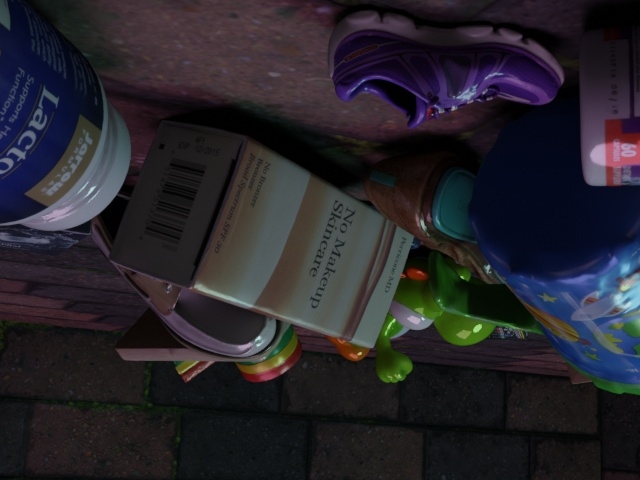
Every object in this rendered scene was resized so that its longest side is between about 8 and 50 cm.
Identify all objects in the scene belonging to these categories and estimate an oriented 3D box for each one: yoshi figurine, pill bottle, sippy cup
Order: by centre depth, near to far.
[{"bbox_3d":[0.270,-0.091,0.550,0.194,0.108,0.108,-1,167,20],"label":"pill bottle"},{"bbox_3d":[-0.237,-0.096,0.571,0.153,0.153,0.264,1,168,11],"label":"pill bottle"},{"bbox_3d":[0.250,-0.006,0.730,0.224,0.305,0.240,30,-166,-43],"label":"sippy cup"},{"bbox_3d":[0.163,0.124,1.422,0.203,0.203,0.362,-8,171,-27],"label":"yoshi figurine"}]

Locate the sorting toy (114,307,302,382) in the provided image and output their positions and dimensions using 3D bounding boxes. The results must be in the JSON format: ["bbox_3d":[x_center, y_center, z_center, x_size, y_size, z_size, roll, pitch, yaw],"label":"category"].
[{"bbox_3d":[-0.108,0.098,1.189,0.257,0.255,0.089,-5,123,35],"label":"sorting toy"}]

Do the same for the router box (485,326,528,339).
[{"bbox_3d":[0.349,0.146,1.660,0.092,0.038,0.122,-2,139,27],"label":"router box"}]

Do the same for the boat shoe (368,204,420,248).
[{"bbox_3d":[0.000,0.000,1.083,0.259,0.089,0.109,5,168,-4],"label":"boat shoe"}]

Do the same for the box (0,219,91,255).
[{"bbox_3d":[-0.352,-0.048,0.961,0.156,0.093,0.158,10,165,-29],"label":"box"}]

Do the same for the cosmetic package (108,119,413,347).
[{"bbox_3d":[-0.047,0.003,0.877,0.129,0.153,0.296,16,175,39],"label":"cosmetic package"}]

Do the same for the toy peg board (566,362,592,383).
[{"bbox_3d":[0.547,0.198,1.708,0.079,0.160,0.161,-11,169,-5],"label":"toy peg board"}]

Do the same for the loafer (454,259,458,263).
[{"bbox_3d":[0.205,0.011,1.156,0.050,0.056,0.148,-5,166,10],"label":"loafer"}]

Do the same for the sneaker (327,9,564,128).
[{"bbox_3d":[0.087,-0.110,0.600,0.170,0.071,0.068,5,168,-9],"label":"sneaker"}]

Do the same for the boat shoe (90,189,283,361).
[{"bbox_3d":[-0.178,0.039,1.030,0.302,0.113,0.103,31,160,25],"label":"boat shoe"}]

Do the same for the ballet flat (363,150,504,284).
[{"bbox_3d":[0.158,-0.020,0.944,0.124,0.116,0.342,20,180,39],"label":"ballet flat"}]
